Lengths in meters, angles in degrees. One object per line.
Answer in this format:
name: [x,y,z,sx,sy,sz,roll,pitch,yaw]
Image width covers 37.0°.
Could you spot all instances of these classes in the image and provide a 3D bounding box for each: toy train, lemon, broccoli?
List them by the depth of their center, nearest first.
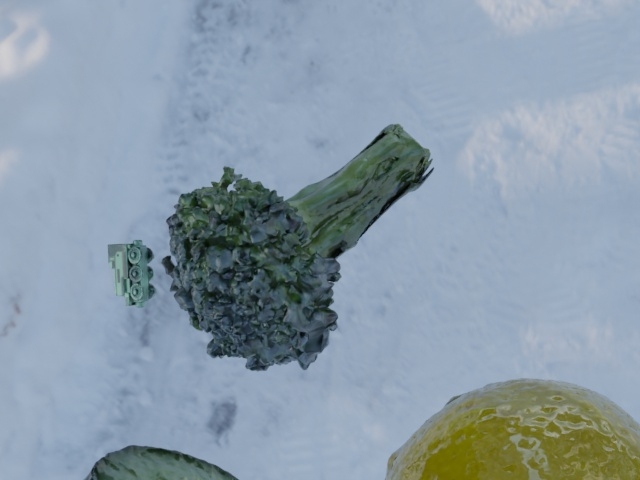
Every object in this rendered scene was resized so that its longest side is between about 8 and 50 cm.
lemon: [0.207,0.289,0.858,0.336,0.336,0.336,-6,67,15]
broccoli: [-0.002,0.018,0.881,0.275,0.198,0.177,-23,34,-36]
toy train: [-0.230,0.041,1.165,0.053,0.033,0.083,-2,90,21]

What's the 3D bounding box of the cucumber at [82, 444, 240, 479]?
cucumber: [-0.131,0.267,0.814,0.191,0.191,0.130,42,97,27]
